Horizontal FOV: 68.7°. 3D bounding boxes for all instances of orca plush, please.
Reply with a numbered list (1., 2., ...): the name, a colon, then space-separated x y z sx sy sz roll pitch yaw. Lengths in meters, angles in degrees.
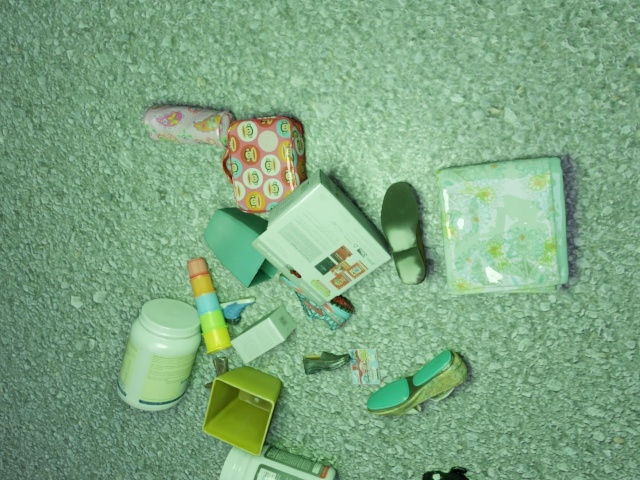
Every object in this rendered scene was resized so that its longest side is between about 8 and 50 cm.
1. orca plush: 0.463 0.827 1.477 0.287 0.102 0.151 30 108 8

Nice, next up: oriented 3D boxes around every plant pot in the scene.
1. plant pot: -0.242 0.548 1.581 0.212 0.187 0.212 19 105 12
2. plant pot: -0.239 0.002 1.490 0.234 0.166 0.165 37 109 15

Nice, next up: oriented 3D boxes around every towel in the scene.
1. towel: 0.501 -0.030 1.300 0.321 0.090 0.373 -5 99 16

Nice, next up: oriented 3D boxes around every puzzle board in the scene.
1. puzzle board: 0.144 0.415 1.535 0.097 0.011 0.128 -5 100 17

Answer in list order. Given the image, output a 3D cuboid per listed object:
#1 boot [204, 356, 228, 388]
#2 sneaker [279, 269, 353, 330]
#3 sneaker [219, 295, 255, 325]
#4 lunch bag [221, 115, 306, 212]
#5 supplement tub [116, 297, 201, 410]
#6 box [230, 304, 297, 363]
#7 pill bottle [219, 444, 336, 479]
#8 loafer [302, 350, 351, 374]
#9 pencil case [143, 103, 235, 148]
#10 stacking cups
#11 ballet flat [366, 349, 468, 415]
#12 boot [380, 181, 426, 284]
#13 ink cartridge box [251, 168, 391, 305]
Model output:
1. boot: -0.377 0.472 1.684 0.107 0.037 0.114 -10 102 5
2. sneaker: -0.033 0.197 1.494 0.262 0.104 0.125 32 110 8
3. sneaker: -0.279 0.243 1.596 0.152 0.058 0.084 -15 91 23
4. lunch bag: -0.179 -0.228 1.440 0.259 0.120 0.292 0 102 17
5. supplement tub: -0.548 0.388 1.612 0.236 0.235 0.324 23 106 11
6. box: -0.185 0.308 1.546 0.171 0.130 0.091 -34 91 20
7. pill bottle: -0.144 0.829 1.599 0.363 0.210 0.210 14 105 14
8. loafer: 0.016 0.395 1.543 0.170 0.062 0.061 -19 91 18
9. pencil case: -0.415 -0.362 1.487 0.285 0.124 0.124 8 103 15
10. stacking cups: -0.385 0.216 1.570 0.096 0.096 0.316 -27 77 19
11. ballet flat: 0.304 0.470 1.452 0.349 0.123 0.123 -39 89 20
12. boot: 0.252 -0.019 1.377 0.113 0.115 0.304 -12 79 23
13. ink cartridge box: 0.000 0.000 1.369 0.272 0.130 0.309 -38 112 17
